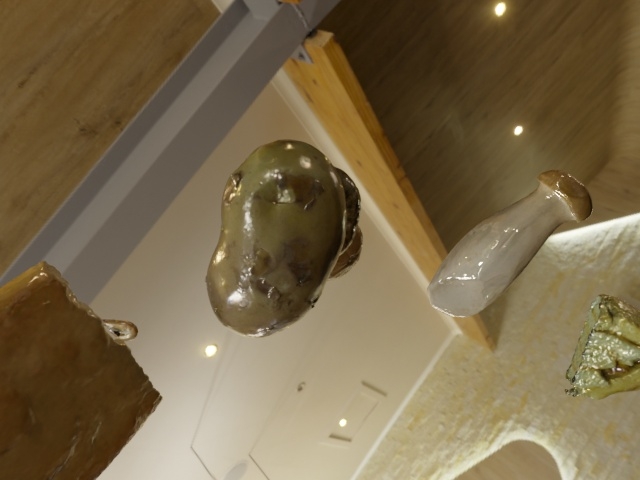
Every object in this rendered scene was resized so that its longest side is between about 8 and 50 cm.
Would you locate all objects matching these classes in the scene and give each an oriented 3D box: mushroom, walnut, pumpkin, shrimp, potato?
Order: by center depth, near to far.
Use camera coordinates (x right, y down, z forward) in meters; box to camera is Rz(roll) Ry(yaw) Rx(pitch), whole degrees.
[{"bbox_3d":[-0.053,0.000,0.587,0.165,0.165,0.262,12,-89,-50],"label":"potato"},{"bbox_3d":[0.336,0.016,0.845,0.350,0.128,0.128,-45,-35,17],"label":"mushroom"},{"bbox_3d":[-0.015,-0.059,0.973,0.219,0.162,0.218,1,-92,-39],"label":"pumpkin"},{"bbox_3d":[-0.527,0.233,1.183,0.023,0.108,0.059,-72,-13,-71],"label":"shrimp"},{"bbox_3d":[0.000,0.000,1.212,0.228,0.228,0.227,-27,-47,-33],"label":"walnut"}]

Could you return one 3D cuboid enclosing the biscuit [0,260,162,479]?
[{"bbox_3d":[-0.500,0.296,0.784,0.446,0.104,0.429,-49,-43,-48],"label":"biscuit"}]

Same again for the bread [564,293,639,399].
[{"bbox_3d":[0.426,0.166,0.651,0.103,0.110,0.156,-39,-39,-60],"label":"bread"}]
